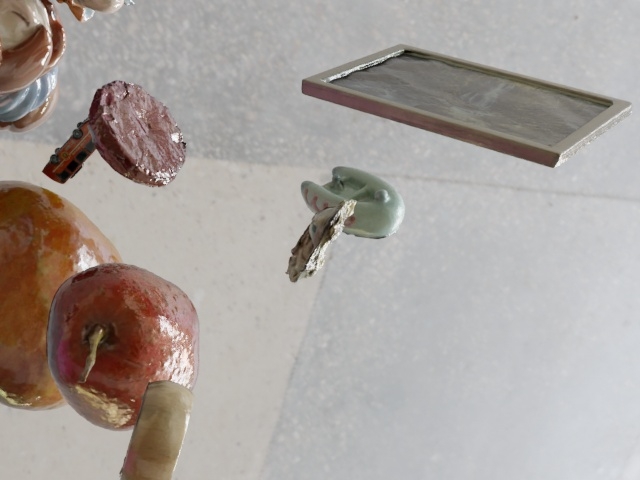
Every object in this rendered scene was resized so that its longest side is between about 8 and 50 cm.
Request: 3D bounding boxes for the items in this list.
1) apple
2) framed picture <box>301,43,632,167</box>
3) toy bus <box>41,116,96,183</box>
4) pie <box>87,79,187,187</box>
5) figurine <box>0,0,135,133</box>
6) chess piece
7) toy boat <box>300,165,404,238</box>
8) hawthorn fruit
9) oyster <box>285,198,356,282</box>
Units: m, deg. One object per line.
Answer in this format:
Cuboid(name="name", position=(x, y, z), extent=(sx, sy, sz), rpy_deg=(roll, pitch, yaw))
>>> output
Cuboid(name="apple", position=(-0.396, 0.060, 1.361), extent=(0.301, 0.301, 0.302), rpy_deg=(-13, 123, -21))
Cuboid(name="framed picture", position=(0.173, -0.166, 1.180), extent=(0.240, 0.324, 0.020), rpy_deg=(-29, 132, -49))
Cuboid(name="toy bus", position=(-0.329, -0.123, 1.367), extent=(0.043, 0.031, 0.110), rpy_deg=(40, 111, -18))
Cuboid(name="pie", position=(-0.225, -0.130, 1.252), extent=(0.036, 0.154, 0.154), rpy_deg=(-30, 135, 30))
Cuboid(name="figurine", position=(-0.361, -0.330, 1.264), extent=(0.388, 0.248, 0.277), rpy_deg=(-39, 102, 9))
Cuboid(name="chess piece", position=(-0.118, 0.142, 0.729), extent=(0.038, 0.084, 0.084), rpy_deg=(19, 109, -9))
Cuboid(name="toy boat", position=(0.060, -0.078, 1.756), extent=(0.134, 0.207, 0.079), rpy_deg=(-23, 129, -30))
Cuboid(name="hawthorn fruit", position=(-0.194, 0.090, 0.942), extent=(0.162, 0.163, 0.203), rpy_deg=(-34, 162, -7))
Cuboid(name="oyster", position=(-0.002, 0.000, 1.613), extent=(0.053, 0.108, 0.166), rpy_deg=(30, 100, -7))
